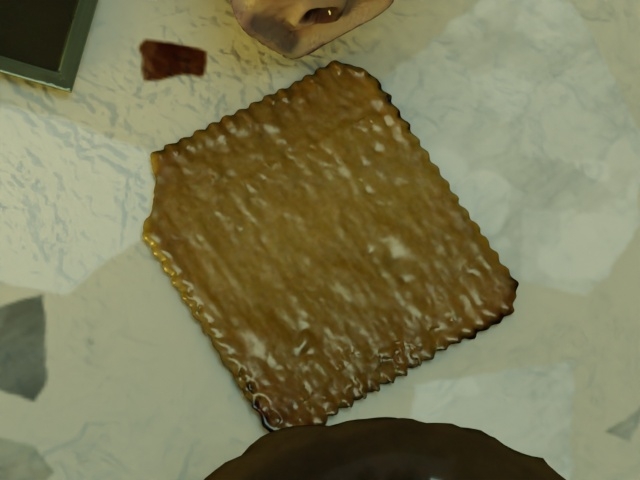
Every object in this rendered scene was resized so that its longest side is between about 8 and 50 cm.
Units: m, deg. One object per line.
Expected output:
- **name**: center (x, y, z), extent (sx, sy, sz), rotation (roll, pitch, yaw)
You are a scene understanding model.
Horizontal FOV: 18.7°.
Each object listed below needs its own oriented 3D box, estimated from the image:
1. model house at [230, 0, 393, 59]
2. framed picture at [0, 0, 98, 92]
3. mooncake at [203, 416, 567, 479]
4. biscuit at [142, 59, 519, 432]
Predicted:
- **model house**: center (0.001, -0.273, 1.403), extent (0.202, 0.237, 0.237), rotation (-15, 76, -23)
- **framed picture**: center (-0.280, -0.222, 1.420), extent (0.252, 0.014, 0.197), rotation (16, 63, -8)
- **mooncake**: center (0.030, 0.274, 1.192), extent (0.324, 0.187, 0.324), rotation (7, 66, -15)
- **biscuit**: center (0.000, 0.000, 1.402), extent (0.232, 0.013, 0.237), rotation (-29, 76, -25)
